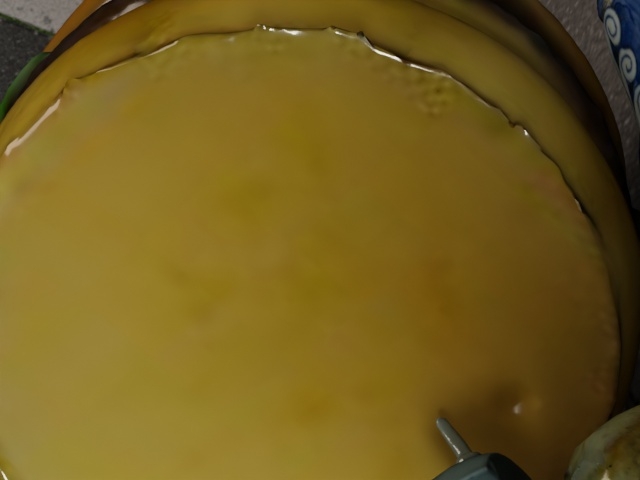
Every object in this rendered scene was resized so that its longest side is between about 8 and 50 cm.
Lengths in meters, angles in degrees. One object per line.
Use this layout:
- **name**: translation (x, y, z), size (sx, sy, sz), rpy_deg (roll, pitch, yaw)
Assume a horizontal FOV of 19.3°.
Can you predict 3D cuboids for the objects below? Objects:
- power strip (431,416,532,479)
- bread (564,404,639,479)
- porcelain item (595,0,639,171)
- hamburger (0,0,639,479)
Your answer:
- **power strip**: translation (0.107, 0.176, 0.888), size (0.044, 0.216, 0.137), rpy_deg (-32, -13, 12)
- **bread**: translation (0.161, 0.125, 0.884), size (0.156, 0.110, 0.103), rpy_deg (-100, 29, -60)
- **porcelain item**: translation (0.228, -0.120, 0.913), size (0.288, 0.138, 0.186), rpy_deg (151, 126, -66)
- **hamburger**: translation (0.000, 0.000, 1.055), size (0.396, 0.395, 0.277), rpy_deg (-62, 6, 25)
